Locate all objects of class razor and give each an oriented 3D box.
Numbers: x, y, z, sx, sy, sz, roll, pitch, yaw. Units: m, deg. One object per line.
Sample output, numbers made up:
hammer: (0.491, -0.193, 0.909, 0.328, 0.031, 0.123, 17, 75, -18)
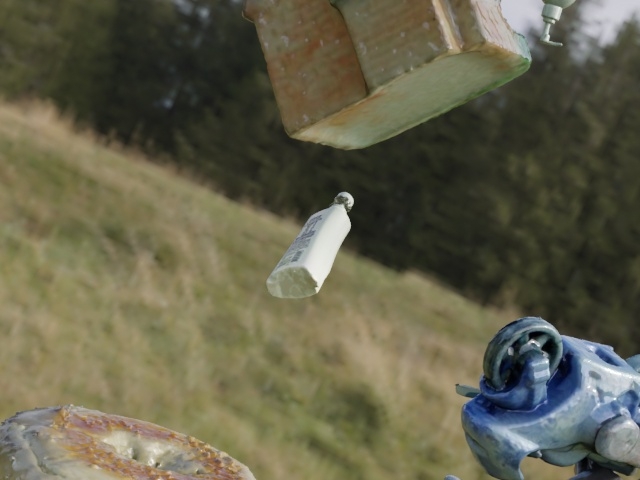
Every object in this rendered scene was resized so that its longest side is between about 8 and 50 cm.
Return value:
razor: (0.277, 0.208, 2.496, 0.191, 0.037, 0.068, -15, -13, 34)

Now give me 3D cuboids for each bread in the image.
bread: (-0.203, 0.278, 1.779, 0.306, 0.158, 0.305, 20, 14, -5)

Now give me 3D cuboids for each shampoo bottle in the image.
shampoo bottle: (0.321, -0.355, 2.310, 0.056, 0.195, 0.056, 17, 2, -1)
shampoo bottle: (0.000, 0.000, 1.502, 0.034, 0.049, 0.141, 53, 37, -17)

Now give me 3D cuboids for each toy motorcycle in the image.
toy motorcycle: (0.285, 0.224, 2.020, 0.319, 0.241, 0.182, 18, -9, -36)

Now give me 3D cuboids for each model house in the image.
model house: (0.075, -0.305, 2.226, 0.312, 0.280, 0.245, -24, -14, 27)
